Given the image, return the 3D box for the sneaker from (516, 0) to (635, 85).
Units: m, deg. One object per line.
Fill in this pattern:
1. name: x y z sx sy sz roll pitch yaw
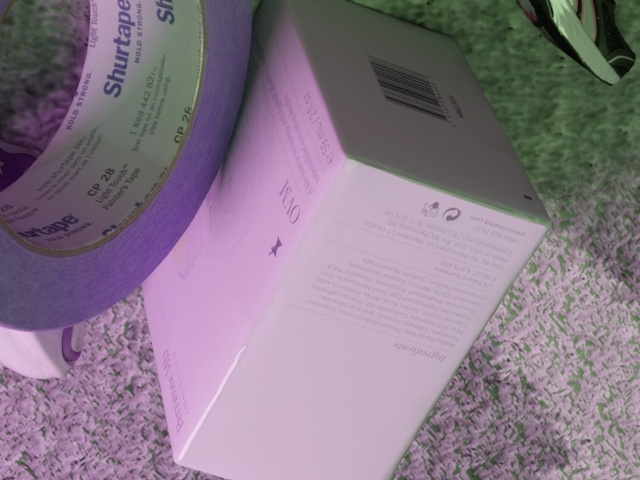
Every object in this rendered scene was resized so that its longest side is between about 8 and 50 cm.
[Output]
1. sneaker: 0.155 -0.171 1.153 0.077 0.072 0.178 -40 128 2

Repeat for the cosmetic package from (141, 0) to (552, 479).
1. cosmetic package: 0.000 0.000 1.135 0.138 0.224 0.224 17 118 -22

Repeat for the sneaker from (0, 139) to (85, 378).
1. sneaker: -0.255 -0.024 1.156 0.152 0.114 0.305 -17 128 23

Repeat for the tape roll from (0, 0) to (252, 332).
1. tape roll: -0.152 -0.093 1.022 0.275 0.090 0.275 -34 134 -45
